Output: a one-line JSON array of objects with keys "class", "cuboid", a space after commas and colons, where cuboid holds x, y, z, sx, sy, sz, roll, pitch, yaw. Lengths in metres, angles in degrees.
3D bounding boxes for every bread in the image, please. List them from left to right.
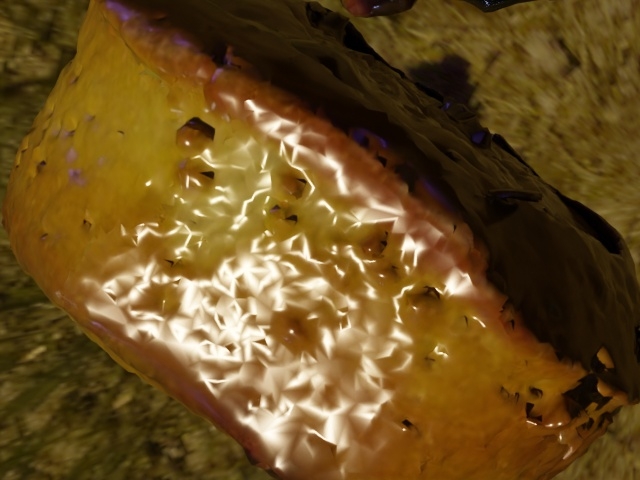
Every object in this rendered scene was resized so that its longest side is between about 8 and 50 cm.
[{"class": "bread", "cuboid": [-0.002, -0.002, 0.977, 0.358, 0.337, 0.204, 38, 95, 5]}]

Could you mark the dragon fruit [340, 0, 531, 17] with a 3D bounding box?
[{"class": "dragon fruit", "cuboid": [0.000, -0.184, 0.446, 0.299, 0.244, 0.244, 24, 97, -31]}]
